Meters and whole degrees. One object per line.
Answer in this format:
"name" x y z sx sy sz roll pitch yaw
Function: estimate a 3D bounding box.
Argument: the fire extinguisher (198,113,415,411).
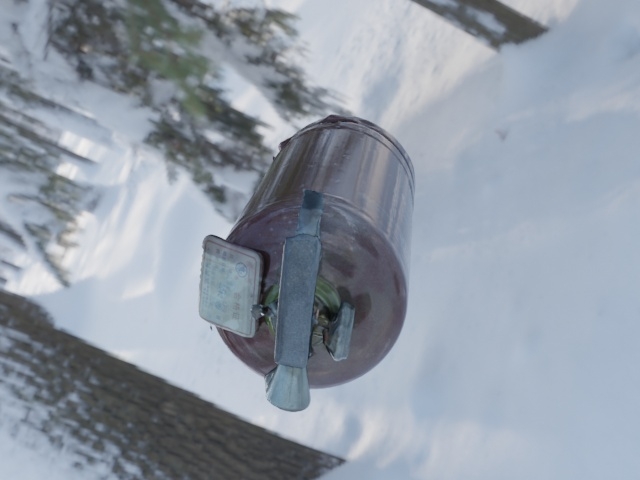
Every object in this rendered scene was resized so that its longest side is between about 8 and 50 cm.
"fire extinguisher" 0.000 0.000 0.522 0.104 0.105 0.269 -61 2 19
